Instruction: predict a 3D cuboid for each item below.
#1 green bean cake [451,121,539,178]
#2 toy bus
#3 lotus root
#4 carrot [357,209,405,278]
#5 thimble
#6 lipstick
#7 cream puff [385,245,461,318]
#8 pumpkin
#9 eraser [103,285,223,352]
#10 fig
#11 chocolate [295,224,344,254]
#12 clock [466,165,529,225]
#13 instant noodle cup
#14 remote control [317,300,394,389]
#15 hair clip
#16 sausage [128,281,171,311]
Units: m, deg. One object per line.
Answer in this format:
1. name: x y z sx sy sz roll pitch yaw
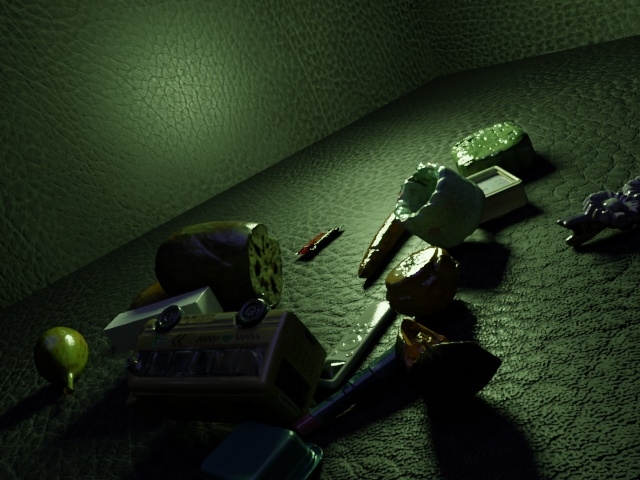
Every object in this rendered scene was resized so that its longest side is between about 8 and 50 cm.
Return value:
1. green bean cake: 0.512 -0.252 1.596 0.222 0.125 0.227 -22 24 12
2. toy bus: -0.189 0.238 1.013 0.365 0.177 0.202 -9 46 29
3. lotus root: -0.287 0.072 1.450 0.345 0.251 0.250 -2 28 26
4. carrot: 0.168 0.010 1.423 0.066 0.066 0.314 -10 27 37
5. thimble: 0.286 -0.092 1.301 0.185 0.149 0.211 -47 24 38
6. lipstick: 0.055 0.256 0.915 0.234 0.053 0.053 -31 20 -12
7. cream puff: 0.207 0.089 1.071 0.165 0.115 0.150 -36 13 -3
8. pumpkin: 0.182 0.193 0.835 0.108 0.119 0.183 -66 21 -4
9. eraser: -0.391 0.199 1.334 0.298 0.078 0.076 -18 21 22
10. fig: -0.705 0.355 1.513 0.151 0.151 0.259 -35 46 -27
11. chocolate: 0.000 0.000 1.695 0.086 0.028 0.182 -15 19 47
12. clock: 0.435 -0.119 1.407 0.146 0.071 0.192 -23 20 6
13. instant noodle cup: -0.103 0.350 0.840 0.179 0.070 0.157 -7 24 45
14. remote control: 0.070 0.199 1.078 0.067 0.029 0.261 -7 26 42
15. hair clip: 0.610 -0.066 1.066 0.292 0.085 0.106 -23 36 -8
16. sausage: -0.372 0.135 1.657 0.500 0.123 0.136 -22 47 9
